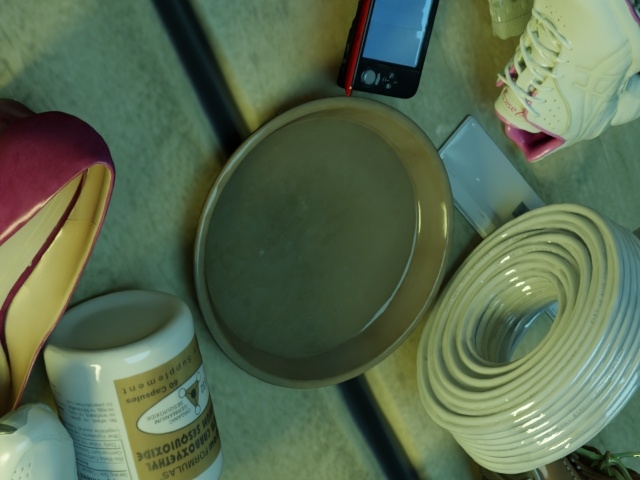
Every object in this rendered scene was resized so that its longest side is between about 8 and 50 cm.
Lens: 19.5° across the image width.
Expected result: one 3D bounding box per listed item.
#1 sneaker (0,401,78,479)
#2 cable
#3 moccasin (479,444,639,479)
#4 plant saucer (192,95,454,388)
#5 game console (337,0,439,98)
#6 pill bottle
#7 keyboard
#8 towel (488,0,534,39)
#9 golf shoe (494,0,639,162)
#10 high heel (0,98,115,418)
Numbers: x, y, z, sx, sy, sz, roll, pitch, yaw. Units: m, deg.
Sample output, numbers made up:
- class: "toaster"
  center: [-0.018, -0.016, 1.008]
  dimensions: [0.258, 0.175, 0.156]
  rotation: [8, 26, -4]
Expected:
- class: "sneaker"
  center: [-0.219, 0.252, 1.558]
  dimensions: [0.111, 0.129, 0.297]
  rotation: [-35, 142, -27]
- class: "cable"
  center: [0.203, 0.087, 1.737]
  dimensions: [0.089, 0.257, 0.257]
  rotation: [39, 50, -31]
- class: "moccasin"
  center: [0.288, 0.280, 1.925]
  dimensions: [0.147, 0.139, 0.380]
  rotation: [-51, 125, -10]
- class: "plant saucer"
  center: [0.000, 0.000, 1.715]
  dimensions: [0.278, 0.041, 0.278]
  rotation: [-11, 111, -29]
- class: "game console"
  center: [0.070, -0.196, 1.668]
  dimensions: [0.124, 0.085, 0.144]
  rotation: [7, 102, -33]
- class: "pill bottle"
  center: [-0.154, 0.170, 1.617]
  dimensions: [0.131, 0.131, 0.229]
  rotation: [-22, 116, -25]
- class: "keyboard"
  center: [0.194, -0.017, 1.851]
  dimensions: [0.072, 0.014, 0.256]
  rotation: [-52, 125, -13]
- class: "towel"
  center: [0.240, -0.381, 1.746]
  dimensions: [0.312, 0.056, 0.324]
  rotation: [-27, 115, -26]
- class: "golf shoe"
  center: [0.223, -0.161, 1.701]
  dimensions: [0.140, 0.115, 0.306]
  rotation: [-34, 154, -4]
- class: "high heel"
  center: [-0.261, 0.077, 1.489]
  dimensions: [0.127, 0.181, 0.377]
  rotation: [5, 103, -34]
